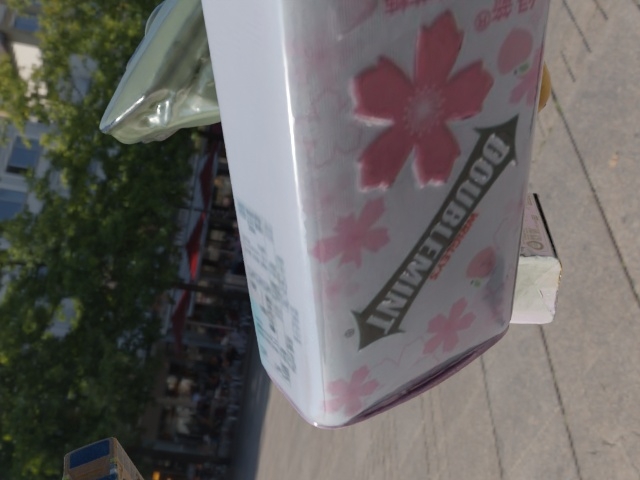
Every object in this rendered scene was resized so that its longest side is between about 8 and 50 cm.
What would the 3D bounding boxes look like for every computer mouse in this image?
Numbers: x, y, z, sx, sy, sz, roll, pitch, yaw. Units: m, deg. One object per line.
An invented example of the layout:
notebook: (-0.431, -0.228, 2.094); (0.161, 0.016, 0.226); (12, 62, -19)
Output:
computer mouse: (-0.010, -0.224, 0.595); (0.145, 0.429, 0.228); (56, -167, -18)

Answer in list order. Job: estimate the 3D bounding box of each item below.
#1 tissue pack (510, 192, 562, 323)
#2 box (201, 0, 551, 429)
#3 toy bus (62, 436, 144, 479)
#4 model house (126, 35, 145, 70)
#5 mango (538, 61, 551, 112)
tissue pack: (0.249, 0.019, 1.101); (0.225, 0.184, 0.124); (-75, -12, -63)
box: (0.040, -0.068, 0.435); (0.112, 0.190, 0.370); (40, 147, 42)
toy bus: (-0.304, 0.384, 1.077); (0.103, 0.091, 0.182); (-115, 6, -53)
model house: (-0.170, -0.280, 1.015); (0.229, 0.122, 0.188); (-61, 21, -15)
mango: (0.215, -0.251, 1.029); (0.157, 0.262, 0.109); (-33, 34, 51)
